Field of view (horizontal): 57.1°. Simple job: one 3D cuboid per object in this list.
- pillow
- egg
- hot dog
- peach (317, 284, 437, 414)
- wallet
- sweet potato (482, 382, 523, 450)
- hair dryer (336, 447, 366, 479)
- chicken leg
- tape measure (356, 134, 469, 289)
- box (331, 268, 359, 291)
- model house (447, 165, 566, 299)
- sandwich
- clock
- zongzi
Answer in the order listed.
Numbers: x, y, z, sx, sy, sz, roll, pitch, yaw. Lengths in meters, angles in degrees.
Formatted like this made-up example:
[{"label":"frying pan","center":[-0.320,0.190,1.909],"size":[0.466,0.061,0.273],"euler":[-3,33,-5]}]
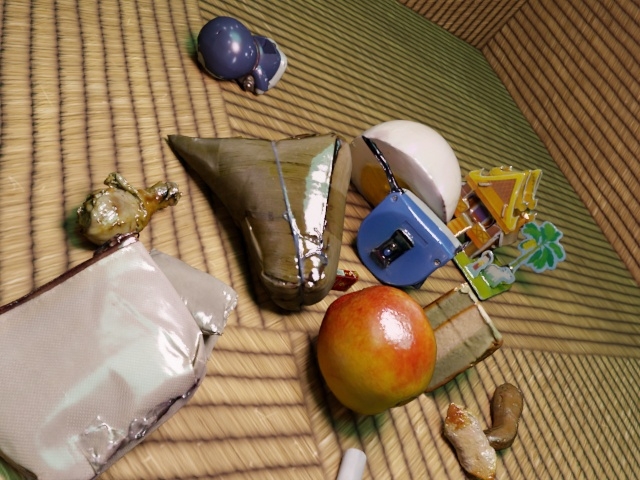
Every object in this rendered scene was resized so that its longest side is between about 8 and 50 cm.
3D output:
[{"label":"pillow","center":[-0.231,0.094,0.958],"size":[0.181,0.078,0.134],"euler":[29,38,-8]},{"label":"egg","center":[0.234,-0.179,1.470],"size":[0.337,0.337,0.201],"euler":[46,69,2]},{"label":"hot dog","center":[0.299,0.403,1.188],"size":[0.169,0.078,0.061],"euler":[66,8,11]},{"label":"peach","center":[0.099,0.195,1.064],"size":[0.230,0.231,0.231],"euler":[27,39,-24]},{"label":"wallet","center":[-0.311,0.151,0.786],"size":[0.275,0.068,0.335],"euler":[48,54,9]},{"label":"sweet potato","center":[0.399,0.401,1.301],"size":[0.081,0.062,0.233],"euler":[35,36,13]},{"label":"hair dryer","center":[0.090,0.453,0.955],"size":[0.183,0.044,0.155],"euler":[42,36,-12]},{"label":"chicken leg","center":[-0.327,-0.064,1.013],"size":[0.103,0.088,0.228],"euler":[34,37,8]},{"label":"tape measure","center":[0.149,-0.051,1.367],"size":[0.351,0.215,0.098],"euler":[49,35,5]},{"label":"box","center":[0.037,0.084,1.260],"size":[0.081,0.051,0.023],"euler":[10,48,-39]},{"label":"model house","center":[0.514,-0.049,1.661],"size":[0.242,0.313,0.358],"euler":[-9,62,-46]},{"label":"sandwich","center":[0.307,0.191,1.271],"size":[0.198,0.227,0.155],"euler":[-12,63,-50]},{"label":"clock","center":[-0.210,-0.484,1.518],"size":[0.243,0.146,0.200],"euler":[-3,61,-56]},{"label":"zongzi","center":[-0.142,-0.049,1.164],"size":[0.392,0.174,0.357],"euler":[5,66,2]}]
